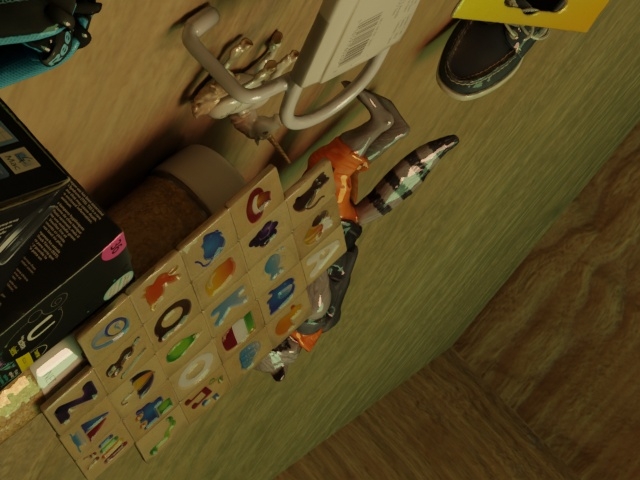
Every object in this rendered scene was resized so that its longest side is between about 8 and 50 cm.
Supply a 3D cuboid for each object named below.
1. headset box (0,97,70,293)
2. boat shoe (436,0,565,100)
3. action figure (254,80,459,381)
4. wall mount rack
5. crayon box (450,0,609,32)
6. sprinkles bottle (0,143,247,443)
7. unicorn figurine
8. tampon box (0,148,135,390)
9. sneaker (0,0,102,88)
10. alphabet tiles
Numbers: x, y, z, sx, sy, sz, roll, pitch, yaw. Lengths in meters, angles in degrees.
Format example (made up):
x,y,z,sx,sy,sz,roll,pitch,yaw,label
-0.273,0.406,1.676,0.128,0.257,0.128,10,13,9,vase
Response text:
x,y,z,sx,sy,sz,roll,pitch,yaw,label
-0.289,0.000,0.721,0.131,0.246,0.283,-25,156,-54,headset box
0.229,-0.265,1.813,0.254,0.095,0.079,-42,169,-16,boat shoe
0.000,0.000,1.672,0.330,0.178,0.341,-63,-175,6,action figure
0.047,-0.254,1.247,0.304,0.130,0.350,-32,163,-33,wall mount rack
0.229,-0.339,1.377,0.202,0.081,0.318,0,128,-43,crayon box
-0.214,0.055,1.412,0.355,0.121,0.121,-38,166,-23,sprinkles bottle
-0.065,-0.134,1.434,0.162,0.060,0.111,2,136,-50,unicorn figurine
-0.244,0.029,1.272,0.161,0.101,0.120,-41,167,-14,tampon box
-0.151,-0.168,0.853,0.341,0.139,0.125,-46,165,1,sneaker
-0.107,0.076,1.458,0.342,0.011,0.285,-42,154,-15,alphabet tiles
